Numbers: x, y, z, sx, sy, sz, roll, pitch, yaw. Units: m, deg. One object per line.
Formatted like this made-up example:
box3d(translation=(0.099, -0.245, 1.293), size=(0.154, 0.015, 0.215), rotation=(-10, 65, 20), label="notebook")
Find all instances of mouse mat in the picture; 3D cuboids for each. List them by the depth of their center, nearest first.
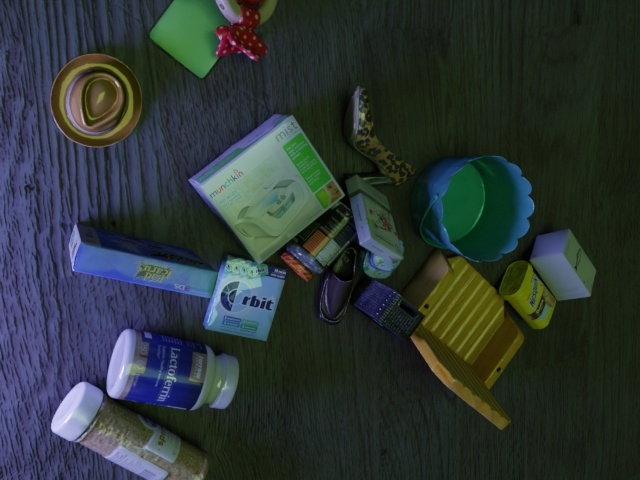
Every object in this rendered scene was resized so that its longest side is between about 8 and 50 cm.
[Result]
box3d(translation=(-0.263, -0.468, 1.386), size=(0.152, 0.007, 0.189), rotation=(37, 86, -25), label="mouse mat")

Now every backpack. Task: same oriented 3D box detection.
box3d(translation=(0.150, 0.040, 1.617), size=(0.105, 0.084, 0.114), rotation=(18, 96, -22), label="backpack")

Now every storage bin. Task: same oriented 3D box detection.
box3d(translation=(0.161, 0.170, 1.594), size=(0.122, 0.180, 0.084), rotation=(40, 85, -24), label="storage bin")

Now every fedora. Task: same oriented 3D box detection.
box3d(translation=(-0.455, -0.285, 1.302), size=(0.194, 0.079, 0.194), rotation=(-5, 103, -21), label="fedora")

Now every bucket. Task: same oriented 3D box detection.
box3d(translation=(0.379, -0.090, 1.634), size=(0.281, 0.183, 0.281), rotation=(-4, 102, -21), label="bucket")

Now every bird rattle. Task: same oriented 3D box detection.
box3d(translation=(-0.164, -0.520, 1.351), size=(0.207, 0.143, 0.253), rotation=(-48, 118, -26), label="bird rattle")

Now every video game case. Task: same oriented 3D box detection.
box3d(translation=(-0.370, 0.038, 1.310), size=(0.269, 0.244, 0.061), rotation=(15, 94, -25), label="video game case")

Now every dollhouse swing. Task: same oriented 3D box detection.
box3d(translation=(0.406, 0.249, 1.647), size=(0.347, 0.305, 0.315), rotation=(41, 84, -23), label="dollhouse swing")

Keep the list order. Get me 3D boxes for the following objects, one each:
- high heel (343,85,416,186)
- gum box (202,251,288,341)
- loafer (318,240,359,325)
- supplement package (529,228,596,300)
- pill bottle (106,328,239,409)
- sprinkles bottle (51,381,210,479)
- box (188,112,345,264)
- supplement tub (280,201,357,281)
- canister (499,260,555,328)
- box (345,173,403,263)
box3d(translation=(0.153, -0.253, 1.548), size=(0.186, 0.093, 0.261), rotation=(-8, 120, -15), label="high heel")
box3d(translation=(-0.179, 0.136, 1.521), size=(0.157, 0.041, 0.184), rotation=(15, 95, -24), label="gum box")
box3d(translation=(0.043, 0.104, 1.578), size=(0.080, 0.078, 0.220), rotation=(11, 91, 0), label="loafer")
box3d(translation=(0.696, 0.071, 1.823), size=(0.179, 0.105, 0.105), rotation=(48, 51, -23), label="supplement package")
box3d(translation=(-0.328, 0.297, 1.430), size=(0.265, 0.153, 0.153), rotation=(17, 94, -25), label="pill bottle")
box3d(translation=(-0.422, 0.456, 1.440), size=(0.355, 0.121, 0.121), rotation=(40, 84, -25), label="sprinkles bottle")
box3d(translation=(-0.121, -0.122, 1.451), size=(0.262, 0.127, 0.231), rotation=(-38, 114, -11), label="box")
box3d(translation=(0.000, 0.000, 1.528), size=(0.190, 0.117, 0.117), rotation=(-47, 114, -7), label="supplement tub")
box3d(translation=(0.596, 0.158, 1.821), size=(0.170, 0.073, 0.126), rotation=(45, 58, -26), label="canister")
box3d(translation=(0.128, -0.050, 1.526), size=(0.038, 0.186, 0.145), rotation=(-28, 144, 27), label="box")
